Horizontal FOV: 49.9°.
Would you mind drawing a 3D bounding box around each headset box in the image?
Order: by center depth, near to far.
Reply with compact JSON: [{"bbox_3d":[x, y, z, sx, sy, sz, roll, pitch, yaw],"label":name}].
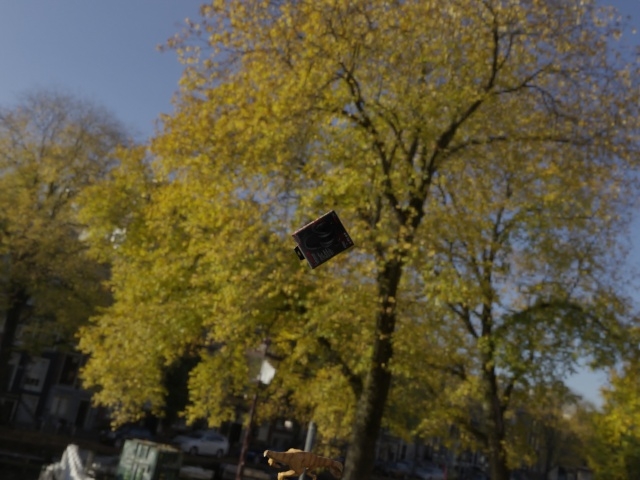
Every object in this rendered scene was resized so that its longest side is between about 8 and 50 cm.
[{"bbox_3d":[0.000,0.000,1.039,0.083,0.062,0.032,-30,4,2],"label":"headset box"}]

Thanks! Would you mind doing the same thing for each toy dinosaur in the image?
[{"bbox_3d":[-0.054,0.402,1.264,0.211,0.064,0.112,21,-48,-36],"label":"toy dinosaur"}]
